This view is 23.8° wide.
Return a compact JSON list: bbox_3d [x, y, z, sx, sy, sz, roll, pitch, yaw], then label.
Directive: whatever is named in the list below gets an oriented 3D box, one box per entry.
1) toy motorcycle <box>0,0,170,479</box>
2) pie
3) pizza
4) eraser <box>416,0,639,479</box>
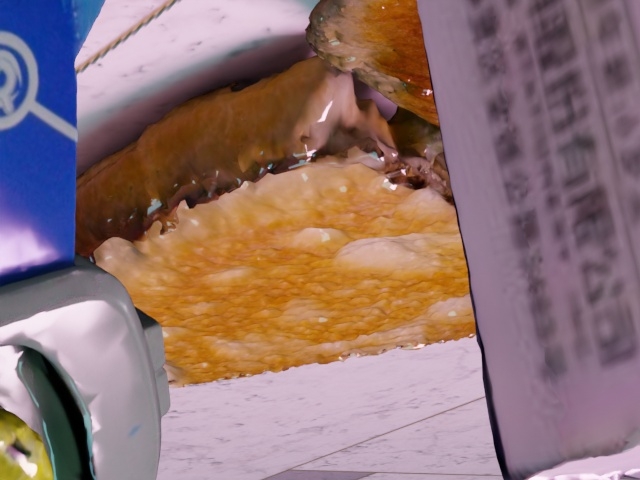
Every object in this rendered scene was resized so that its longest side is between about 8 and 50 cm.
[{"bbox_3d":[-0.161,-0.031,0.562,0.200,0.191,0.326,-28,132,-36],"label":"toy motorcycle"},{"bbox_3d":[0.077,-0.101,0.673,0.163,0.079,0.193,-11,160,14],"label":"pie"},{"bbox_3d":[-0.029,0.000,0.907,0.435,0.080,0.392,-11,161,0],"label":"pizza"},{"bbox_3d":[0.095,-0.080,0.421,0.130,0.287,0.086,4,160,-35],"label":"eraser"}]
